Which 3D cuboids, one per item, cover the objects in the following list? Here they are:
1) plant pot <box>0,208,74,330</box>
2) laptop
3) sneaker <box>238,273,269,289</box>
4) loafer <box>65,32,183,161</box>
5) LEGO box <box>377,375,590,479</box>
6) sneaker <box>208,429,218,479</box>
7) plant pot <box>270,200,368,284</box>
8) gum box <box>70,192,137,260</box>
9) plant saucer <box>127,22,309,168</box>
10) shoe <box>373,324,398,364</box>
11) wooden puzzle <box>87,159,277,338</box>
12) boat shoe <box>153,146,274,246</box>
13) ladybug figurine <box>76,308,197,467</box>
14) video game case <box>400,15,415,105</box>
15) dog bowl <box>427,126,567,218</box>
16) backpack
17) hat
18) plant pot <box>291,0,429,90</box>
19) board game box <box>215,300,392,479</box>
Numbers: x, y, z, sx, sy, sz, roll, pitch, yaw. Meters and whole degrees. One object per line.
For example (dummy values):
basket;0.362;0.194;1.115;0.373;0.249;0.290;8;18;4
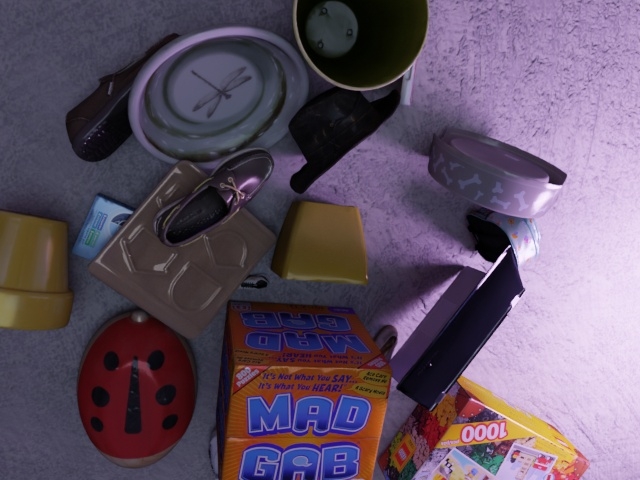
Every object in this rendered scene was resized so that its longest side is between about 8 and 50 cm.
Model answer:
plant pot;-0.679;0.059;1.242;0.253;0.254;0.239;12;89;-15
laptop;0.290;0.189;1.355;0.236;0.408;0.382;42;85;-20
sneaker;-0.187;0.111;1.455;0.109;0.044;0.040;-8;109;-8
loafer;-0.427;-0.341;1.222;0.366;0.134;0.130;-44;73;-10
LEGO box;0.491;0.672;1.681;0.500;0.193;0.373;30;98;-18
sneaker;-0.219;0.710;1.533;0.137;0.210;0.366;-14;108;-7
plant pot;0.000;0.000;1.385;0.212;0.212;0.187;5;93;-13
gum box;-0.488;-0.007;1.358;0.184;0.041;0.157;24;99;-17
plant saucer;-0.226;-0.325;1.220;0.400;0.101;0.400;-19;152;-11
shoe;0.157;0.345;1.586;0.076;0.058;0.219;26;99;-17
wooden puzzle;-0.328;0.026;1.352;0.322;0.080;0.348;42;86;-28
boat shoe;-0.231;-0.097;1.256;0.324;0.096;0.117;-36;117;-10
ladybug figurine;-0.471;0.396;1.415;0.305;0.162;0.450;-1;106;-11
video game case;0.214;-0.422;1.292;0.026;0.227;0.207;8;105;8
dog bowl;0.424;-0.168;1.356;0.348;0.349;0.102;12;116;-15
backpack;0.504;-0.013;1.486;0.144;0.188;0.166;-24;109;-4
hat;0.017;-0.263;1.247;0.331;0.331;0.134;-44;107;3
plant pot;0.051;-0.470;1.203;0.274;0.293;0.275;-3;107;-12
board game box;-0.068;0.392;1.395;0.356;0.356;0.357;5;105;-13
